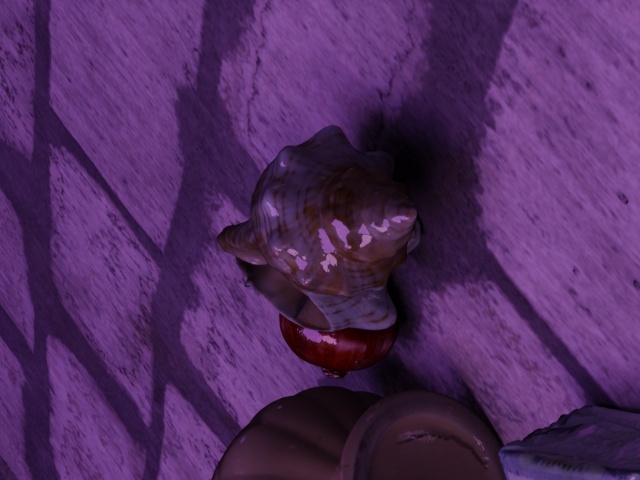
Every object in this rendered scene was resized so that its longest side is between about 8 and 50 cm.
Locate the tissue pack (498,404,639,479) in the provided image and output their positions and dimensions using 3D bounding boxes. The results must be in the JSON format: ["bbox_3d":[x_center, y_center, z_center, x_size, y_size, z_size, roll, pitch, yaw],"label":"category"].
[{"bbox_3d":[0.292,0.310,1.571,0.228,0.128,0.310,0,109,67],"label":"tissue pack"}]

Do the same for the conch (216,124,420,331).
[{"bbox_3d":[0.013,-0.004,1.767,0.386,0.170,0.203,166,85,-78],"label":"conch"}]

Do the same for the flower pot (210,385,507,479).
[{"bbox_3d":[0.049,0.287,1.892,0.244,0.307,0.307,-32,88,52],"label":"flower pot"}]

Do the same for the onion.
[{"bbox_3d":[0.020,0.083,1.902,0.131,0.131,0.131,45,153,31],"label":"onion"}]
